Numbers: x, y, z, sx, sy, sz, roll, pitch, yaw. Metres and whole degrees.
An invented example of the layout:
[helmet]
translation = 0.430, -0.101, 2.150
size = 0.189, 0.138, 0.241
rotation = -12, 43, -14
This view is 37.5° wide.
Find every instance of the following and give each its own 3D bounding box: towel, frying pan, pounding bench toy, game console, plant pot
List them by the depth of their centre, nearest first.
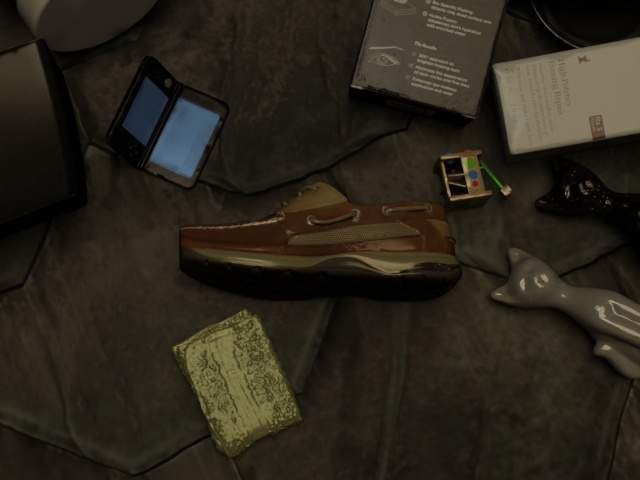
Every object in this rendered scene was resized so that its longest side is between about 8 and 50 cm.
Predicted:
[plant pot]
translation = -0.356, -0.098, 1.056
size = 0.187, 0.188, 0.167
rotation = -23, 90, -9
[towel]
translation = -0.093, 0.161, 1.079
size = 0.110, 0.027, 0.148
rotation = -25, 78, -10
[game console]
translation = -0.181, -0.142, 1.130
size = 0.071, 0.107, 0.122
rotation = 14, 73, 29
[pounding bench toy]
translation = 0.185, -0.077, 1.143
size = 0.083, 0.052, 0.065
rotation = -9, 76, -6
[frying pan]
translation = 0.424, -0.307, 1.212
size = 0.326, 0.053, 0.197
rotation = 17, 76, 3

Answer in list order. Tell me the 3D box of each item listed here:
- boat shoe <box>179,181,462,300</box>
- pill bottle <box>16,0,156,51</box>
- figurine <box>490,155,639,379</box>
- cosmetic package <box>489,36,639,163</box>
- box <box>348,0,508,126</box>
[boat shoe]
translation = 0.000, 0.000, 1.088
size = 0.324, 0.122, 0.119
rotation = 3, 70, -11
[pill bottle]
translation = -0.350, -0.418, 1.116
size = 0.210, 0.210, 0.363
rotation = -31, 80, -10
[figurine]
translation = 0.331, 0.025, 1.118
size = 0.209, 0.092, 0.214
rotation = 27, 76, 11
[cosmetic package]
translation = 0.328, -0.171, 1.135
size = 0.231, 0.085, 0.117
rotation = -11, 86, 6
[box]
translation = 0.128, -0.235, 1.143
size = 0.156, 0.093, 0.158
rotation = 15, 90, 0
